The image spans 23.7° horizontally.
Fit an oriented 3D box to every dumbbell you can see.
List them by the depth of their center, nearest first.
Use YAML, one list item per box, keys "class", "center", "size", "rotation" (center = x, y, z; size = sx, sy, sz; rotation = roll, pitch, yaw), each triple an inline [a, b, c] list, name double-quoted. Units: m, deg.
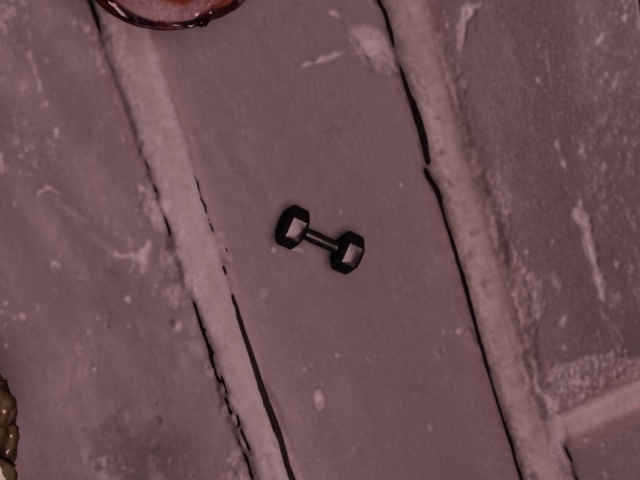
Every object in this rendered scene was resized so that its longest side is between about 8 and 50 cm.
- class: "dumbbell"
  center: [0.000, 0.000, 1.403]
  size: [0.083, 0.040, 0.036]
  rotation: [25, 121, -17]

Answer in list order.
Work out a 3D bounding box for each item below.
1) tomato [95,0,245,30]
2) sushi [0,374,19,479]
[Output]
- class: "tomato"
  center: [-0.146, -0.288, 1.286]
  size: [0.199, 0.112, 0.228]
  rotation: [-32, 104, -18]
- class: "sushi"
  center: [-0.340, 0.244, 1.246]
  size: [0.171, 0.211, 0.350]
  rotation: [7, 86, -10]
